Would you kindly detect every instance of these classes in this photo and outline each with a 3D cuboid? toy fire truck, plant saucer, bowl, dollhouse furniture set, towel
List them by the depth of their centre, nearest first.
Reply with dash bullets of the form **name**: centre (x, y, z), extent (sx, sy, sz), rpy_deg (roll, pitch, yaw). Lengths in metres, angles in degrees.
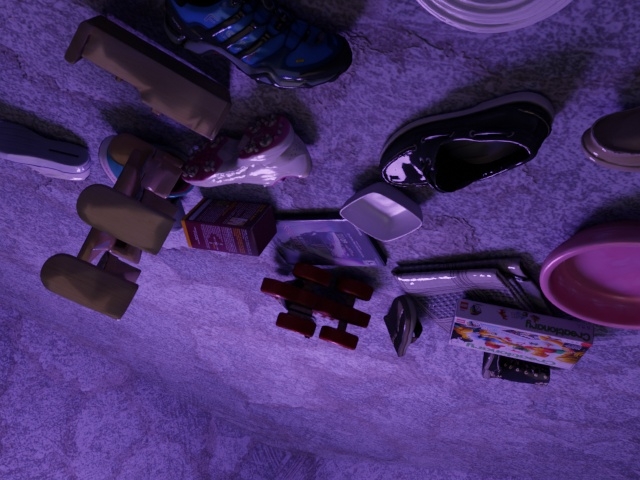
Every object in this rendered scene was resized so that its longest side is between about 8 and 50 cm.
- **dollhouse furniture set**: centre (-0.361, -0.141, 1.113), extent (0.256, 0.362, 0.394), rpy_deg (28, 105, -19)
- **plant saucer**: centre (0.602, 0.064, 1.251), extent (0.331, 0.084, 0.332), rpy_deg (13, 149, 8)
- **bowl**: centre (0.129, -0.064, 1.320), extent (0.142, 0.053, 0.142), rpy_deg (32, 148, -22)
- **towel**: centre (0.376, 0.146, 1.539), extent (0.324, 0.056, 0.312), rpy_deg (-8, 142, 36)
- **toy fire truck**: centre (-0.024, 0.164, 1.679), extent (0.302, 0.170, 0.254), rpy_deg (21, 171, -24)

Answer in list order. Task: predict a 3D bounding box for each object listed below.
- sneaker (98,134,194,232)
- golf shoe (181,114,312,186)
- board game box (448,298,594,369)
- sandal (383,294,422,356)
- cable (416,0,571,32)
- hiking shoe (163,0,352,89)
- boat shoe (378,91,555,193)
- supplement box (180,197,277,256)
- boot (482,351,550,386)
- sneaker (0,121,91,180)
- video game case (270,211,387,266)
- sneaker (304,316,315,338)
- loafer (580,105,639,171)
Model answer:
- **sneaker**: centre (-0.340, -0.114, 1.432), extent (0.178, 0.124, 0.296), rpy_deg (10, 150, 32)
- **golf shoe**: centre (-0.150, -0.146, 1.280), extent (0.306, 0.115, 0.140), rpy_deg (-8, 145, 39)
- **board game box**: centre (0.467, 0.225, 1.537), extent (0.305, 0.053, 0.193), rpy_deg (11, 154, 12)
- **sandal**: centre (0.230, 0.225, 1.693), extent (0.086, 0.120, 0.303), rpy_deg (-16, 159, -9)
- **cable**: centre (0.207, -0.359, 0.746), extent (0.257, 0.089, 0.257), rpy_deg (-8, 142, 37)
- **hiking shoe**: centre (-0.098, -0.318, 0.956), extent (0.303, 0.113, 0.132), rpy_deg (16, 151, 4)
- **boat shoe**: centre (0.225, -0.136, 1.086), extent (0.340, 0.113, 0.127), rpy_deg (-11, 140, 41)
- **supplement box**: centre (-0.208, -0.032, 1.479), extent (0.188, 0.104, 0.081), rpy_deg (7, 127, 23)
- **boot**: centre (0.529, 0.327, 1.734), extent (0.178, 0.085, 0.236), rpy_deg (7, 155, 15)
- **sneaker**: centre (-0.658, -0.193, 1.487), extent (0.258, 0.094, 0.091), rpy_deg (19, 146, -3)
- **video game case**: centre (0.000, 0.000, 1.528), extent (0.274, 0.026, 0.196), rpy_deg (-1, 145, 28)
- **sneaker**: centre (-0.037, 0.266, 1.975), extent (0.040, 0.044, 0.109), rpy_deg (11, 148, 15)
- **loafer**: centre (0.512, -0.164, 0.911), extent (0.268, 0.102, 0.092), rpy_deg (-3, 144, 16)
